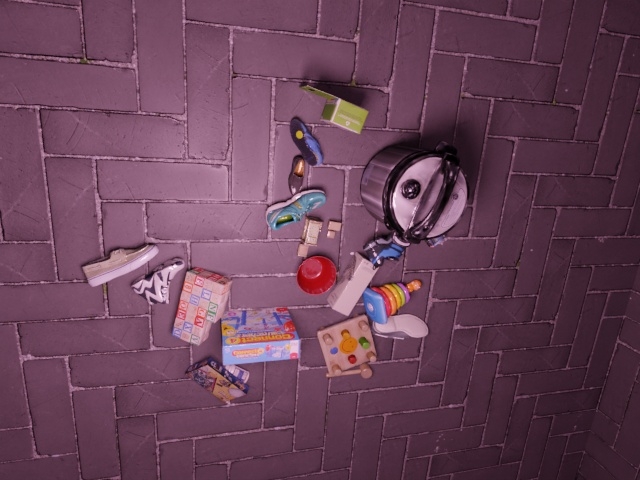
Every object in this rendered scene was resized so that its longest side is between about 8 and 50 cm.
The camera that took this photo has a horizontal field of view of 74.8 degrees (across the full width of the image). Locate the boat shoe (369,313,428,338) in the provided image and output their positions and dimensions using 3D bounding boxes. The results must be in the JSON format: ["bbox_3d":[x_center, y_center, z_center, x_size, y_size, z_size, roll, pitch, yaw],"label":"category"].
[{"bbox_3d":[0.392,0.438,2.104,0.320,0.116,0.099,10,147,-25],"label":"boat shoe"}]

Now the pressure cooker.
[{"bbox_3d":[0.386,-0.191,1.714,0.376,0.420,0.369,-22,110,-8],"label":"pressure cooker"}]

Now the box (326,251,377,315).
[{"bbox_3d":[0.146,0.200,1.938,0.094,0.113,0.275,29,96,-21],"label":"box"}]

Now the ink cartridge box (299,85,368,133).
[{"bbox_3d":[0.034,-0.513,1.644,0.256,0.189,0.096,16,103,-18],"label":"ink cartridge box"}]

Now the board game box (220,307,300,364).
[{"bbox_3d":[-0.266,0.397,1.784,0.309,0.302,0.086,-1,107,-15],"label":"board game box"}]

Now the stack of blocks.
[{"bbox_3d":[-0.499,0.284,1.765,0.171,0.087,0.297,20,103,9],"label":"stack of blocks"}]

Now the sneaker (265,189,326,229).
[{"bbox_3d":[-0.095,-0.120,1.764,0.276,0.110,0.107,-26,135,-3],"label":"sneaker"}]

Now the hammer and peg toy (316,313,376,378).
[{"bbox_3d":[0.138,0.554,2.035,0.266,0.127,0.361,-18,110,-9],"label":"hammer and peg toy"}]

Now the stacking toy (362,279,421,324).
[{"bbox_3d":[0.361,0.262,2.011,0.302,0.175,0.165,-22,112,-22],"label":"stacking toy"}]

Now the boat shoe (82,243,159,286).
[{"bbox_3d":[-0.792,0.082,1.651,0.303,0.109,0.094,-26,110,-3],"label":"boat shoe"}]

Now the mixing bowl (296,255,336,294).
[{"bbox_3d":[-0.029,0.142,1.878,0.182,0.098,0.181,-5,108,-15],"label":"mixing bowl"}]

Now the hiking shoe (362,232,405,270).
[{"bbox_3d":[0.342,0.028,1.909,0.304,0.113,0.132,-20,84,-15],"label":"hiking shoe"}]

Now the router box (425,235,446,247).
[{"bbox_3d":[0.533,-0.036,2.007,0.092,0.038,0.122,-40,112,-1],"label":"router box"}]

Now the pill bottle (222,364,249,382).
[{"bbox_3d":[-0.397,0.615,1.942,0.120,0.067,0.067,33,96,-22],"label":"pill bottle"}]

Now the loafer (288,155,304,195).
[{"bbox_3d":[-0.098,-0.267,1.752,0.062,0.061,0.169,0,108,-17],"label":"loafer"}]

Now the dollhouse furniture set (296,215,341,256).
[{"bbox_3d":[0.000,0.000,1.840,0.161,0.101,0.181,9,104,-17],"label":"dollhouse furniture set"}]

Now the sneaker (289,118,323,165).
[{"bbox_3d":[-0.054,-0.406,1.729,0.069,0.082,0.209,-23,100,37],"label":"sneaker"}]

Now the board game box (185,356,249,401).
[{"bbox_3d":[-0.467,0.635,1.901,0.165,0.042,0.243,-28,117,30],"label":"board game box"}]

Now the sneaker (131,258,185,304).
[{"bbox_3d":[-0.637,0.183,1.731,0.235,0.094,0.153,-31,113,-4],"label":"sneaker"}]
